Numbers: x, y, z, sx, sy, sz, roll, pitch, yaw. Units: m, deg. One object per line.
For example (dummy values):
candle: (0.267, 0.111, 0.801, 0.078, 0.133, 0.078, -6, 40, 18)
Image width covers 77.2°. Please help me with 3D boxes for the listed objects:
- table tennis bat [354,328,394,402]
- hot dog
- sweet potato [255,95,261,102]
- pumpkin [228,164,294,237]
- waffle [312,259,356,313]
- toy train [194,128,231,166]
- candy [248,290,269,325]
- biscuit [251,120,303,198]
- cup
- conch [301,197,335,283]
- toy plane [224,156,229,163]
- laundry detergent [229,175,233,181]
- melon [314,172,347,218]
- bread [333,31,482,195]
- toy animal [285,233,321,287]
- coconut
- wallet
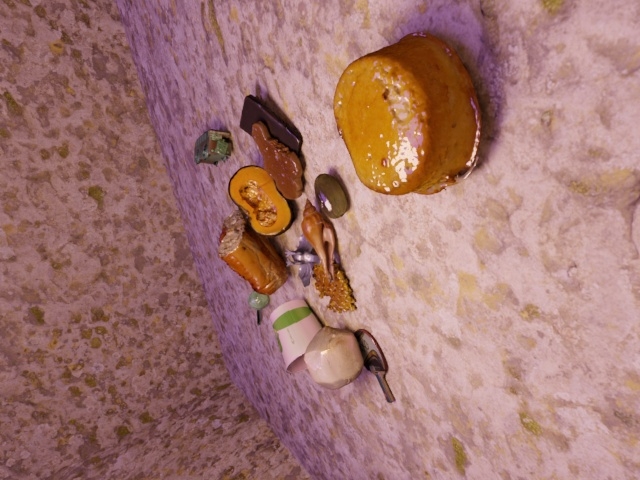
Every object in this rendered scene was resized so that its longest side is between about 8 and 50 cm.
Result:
table tennis bat: (0.213, 0.487, 1.567, 0.173, 0.022, 0.301, -33, 79, 62)
hot dog: (-0.308, 0.076, 1.866, 0.365, 0.196, 0.367, 49, -170, -27)
sweet potato: (-0.241, -0.480, 1.625, 0.058, 0.055, 0.202, 6, 114, 62)
pumpkin: (-0.229, -0.159, 1.710, 0.324, 0.242, 0.232, 58, 179, 8)
waffle: (0.046, 0.180, 1.602, 0.229, 0.051, 0.231, -3, 106, 59)
toy train: (-0.562, -0.470, 2.061, 0.326, 0.129, 0.159, 0, 88, 59)
candy: (-0.378, 0.424, 2.427, 0.119, 0.119, 0.439, 54, 154, 23)
biscuit: (-0.160, -0.306, 1.530, 0.319, 0.047, 0.183, 53, 141, -4)
cup: (-0.094, 0.427, 1.830, 0.273, 0.253, 0.253, 60, 151, 29)
conch: (-0.001, -0.001, 1.511, 0.093, 0.110, 0.330, -155, 47, -76)
toy plane: (-0.498, -0.440, 2.103, 0.084, 0.024, 0.077, 38, 121, 41)
laundry detergent: (-0.370, -0.255, 1.965, 0.222, 0.078, 0.144, 15, 118, 55)
melon: (0.033, -0.151, 1.356, 0.099, 0.099, 0.162, -26, 87, 61)
bread: (0.185, -0.264, 0.928, 0.358, 0.204, 0.337, 66, 155, 0)
toy animal: (-0.067, 0.059, 1.647, 0.256, 0.176, 0.238, 13, 101, 38)
coconut: (0.048, 0.452, 1.583, 0.227, 0.227, 0.230, -24, 91, 61)
wallet: (-0.192, -0.418, 1.543, 0.309, 0.042, 0.165, 42, 139, 16)
